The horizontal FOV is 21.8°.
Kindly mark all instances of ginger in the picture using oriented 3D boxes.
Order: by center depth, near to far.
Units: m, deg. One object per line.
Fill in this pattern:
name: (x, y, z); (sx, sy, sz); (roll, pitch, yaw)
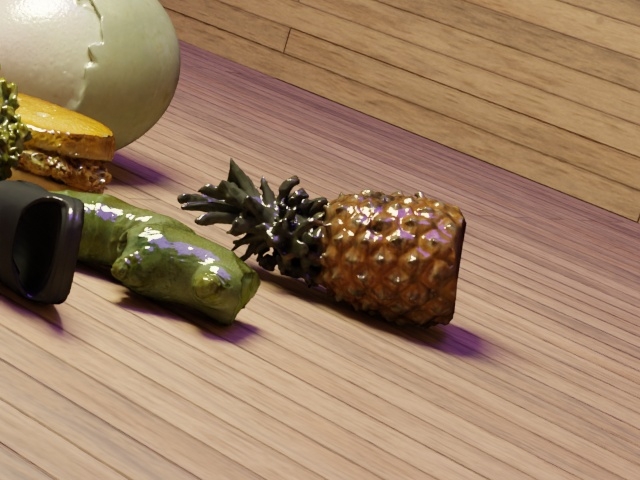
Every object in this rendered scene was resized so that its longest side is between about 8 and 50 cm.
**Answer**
ginger: (-0.192, 0.010, 1.742); (0.290, 0.089, 0.137); (28, 34, 30)

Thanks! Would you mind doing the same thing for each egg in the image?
egg: (-0.354, -0.244, 2.220); (0.278, 0.278, 0.336); (23, 15, 26)

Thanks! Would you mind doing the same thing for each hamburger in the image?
hamburger: (-0.329, -0.098, 1.966); (0.191, 0.118, 0.182); (18, 14, 22)

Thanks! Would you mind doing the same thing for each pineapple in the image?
pineapple: (0.000, 0.000, 1.947); (0.340, 0.169, 0.169); (12, 11, 5)

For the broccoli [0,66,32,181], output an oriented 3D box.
broccoli: (-0.382, -0.133, 1.645); (0.180, 0.273, 0.242); (14, 9, 4)

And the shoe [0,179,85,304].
shoe: (-0.301, -0.006, 1.617); (0.093, 0.108, 0.241); (10, 6, -25)
